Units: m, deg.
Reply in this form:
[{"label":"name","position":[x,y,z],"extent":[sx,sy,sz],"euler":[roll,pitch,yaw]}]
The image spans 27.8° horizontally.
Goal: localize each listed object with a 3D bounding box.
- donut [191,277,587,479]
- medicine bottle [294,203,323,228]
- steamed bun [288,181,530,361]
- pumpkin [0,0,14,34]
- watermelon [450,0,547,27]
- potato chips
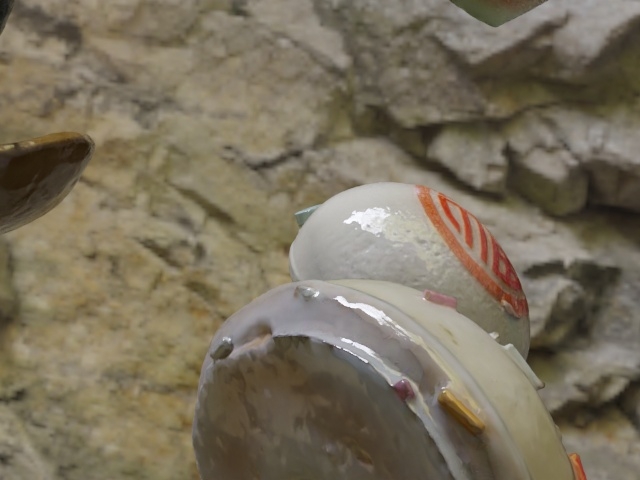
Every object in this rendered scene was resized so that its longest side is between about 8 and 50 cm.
[{"label":"donut","position":[0.051,0.202,1.015],"extent":[0.142,0.383,0.382],"euler":[-20,-60,-38]},{"label":"medicine bottle","position":[0.000,0.000,1.588],"extent":[0.047,0.047,0.083],"euler":[-30,-79,-67]},{"label":"steamed bun","position":[0.112,0.051,1.363],"extent":[0.177,0.283,0.283],"euler":[-42,-12,15]},{"label":"pumpkin","position":[-0.332,-0.204,0.987],"extent":[0.211,0.152,0.211],"euler":[-48,-23,-28]},{"label":"watermelon","position":[0.131,-0.338,1.005],"extent":[0.305,0.224,0.180],"euler":[56,178,-10]},{"label":"potato chips","position":[-0.257,-0.030,0.941],"extent":[0.208,0.195,0.061],"euler":[0,-105,-82]}]
